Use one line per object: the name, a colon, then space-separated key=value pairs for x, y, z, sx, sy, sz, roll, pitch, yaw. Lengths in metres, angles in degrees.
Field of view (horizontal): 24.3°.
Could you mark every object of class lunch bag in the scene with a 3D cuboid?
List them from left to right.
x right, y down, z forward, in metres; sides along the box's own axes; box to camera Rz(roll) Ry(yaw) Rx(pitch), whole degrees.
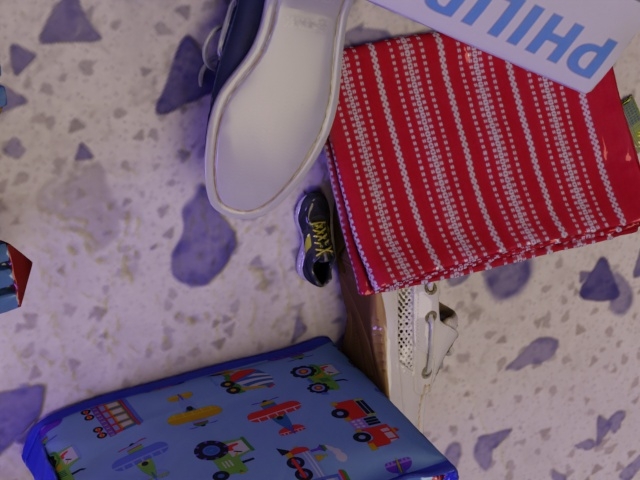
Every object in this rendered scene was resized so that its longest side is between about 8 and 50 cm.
lunch bag: x=-0.081 y=0.188 z=1.148 sx=0.293 sy=0.221 sz=0.138 roll=-2 pitch=114 yaw=-28

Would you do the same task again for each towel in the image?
towel: x=0.133 y=-0.077 z=1.200 sx=0.275 sy=0.031 sz=0.199 roll=-13 pitch=88 yaw=-23
towel: x=0.258 y=-0.085 z=1.330 sx=0.083 sy=0.009 sz=0.060 roll=-38 pitch=124 yaw=-7

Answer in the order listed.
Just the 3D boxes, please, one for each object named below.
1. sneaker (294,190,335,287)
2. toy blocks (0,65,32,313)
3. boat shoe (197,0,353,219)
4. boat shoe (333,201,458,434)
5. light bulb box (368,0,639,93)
sneaker: x=0.000 y=0.000 z=1.216 sx=0.031 sy=0.035 sz=0.083 roll=-14 pitch=119 yaw=-23
toy blocks: x=-0.316 y=-0.065 z=0.929 sx=0.261 sy=0.190 sz=0.381 roll=-17 pitch=106 yaw=-30
boat shoe: x=-0.036 y=-0.143 z=1.098 sx=0.095 sy=0.079 sz=0.254 roll=5 pitch=107 yaw=-22
boat shoe: x=0.075 y=0.079 z=1.256 sx=0.096 sy=0.098 sz=0.277 roll=-14 pitch=118 yaw=-21
light bulb box: x=0.024 y=-0.316 z=0.852 sx=0.358 sy=0.361 sz=0.225 roll=17 pitch=121 yaw=-34
